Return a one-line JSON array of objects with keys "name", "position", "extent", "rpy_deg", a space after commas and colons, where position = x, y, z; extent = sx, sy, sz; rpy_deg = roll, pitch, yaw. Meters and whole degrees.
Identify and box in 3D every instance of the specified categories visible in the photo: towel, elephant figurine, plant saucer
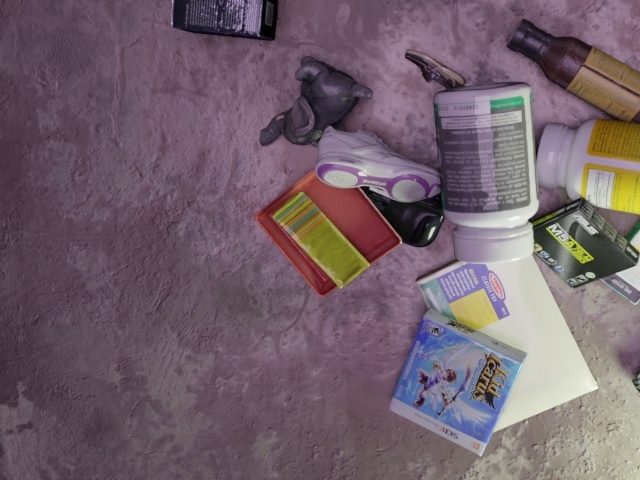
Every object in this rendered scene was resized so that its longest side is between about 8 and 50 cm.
[{"name": "towel", "position": [0.000, 0.000, 1.906], "extent": [0.102, 0.021, 0.237], "rpy_deg": [-40, 97, 27]}, {"name": "elephant figurine", "position": [-0.018, -0.279, 1.873], "extent": [0.169, 0.186, 0.240], "rpy_deg": [23, 105, -13]}, {"name": "plant saucer", "position": [0.019, -0.034, 1.924], "extent": [0.258, 0.048, 0.259], "rpy_deg": [-36, 99, 25]}]

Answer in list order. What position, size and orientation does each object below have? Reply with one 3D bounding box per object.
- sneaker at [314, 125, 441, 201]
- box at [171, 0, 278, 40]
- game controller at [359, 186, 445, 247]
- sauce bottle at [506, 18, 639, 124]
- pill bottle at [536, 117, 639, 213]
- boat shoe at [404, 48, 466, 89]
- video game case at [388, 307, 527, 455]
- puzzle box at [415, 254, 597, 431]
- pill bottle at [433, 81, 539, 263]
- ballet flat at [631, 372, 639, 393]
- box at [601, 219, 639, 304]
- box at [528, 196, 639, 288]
[{"name": "sneaker", "position": [0.137, -0.177, 1.809], "extent": [0.304, 0.152, 0.114], "rpy_deg": [13, 146, -18]}, {"name": "box", "position": [-0.214, -0.518, 1.864], "extent": [0.206, 0.153, 0.108], "rpy_deg": [7, 101, 9]}, {"name": "game controller", "position": [0.137, -0.103, 1.926], "extent": [0.319, 0.067, 0.167], "rpy_deg": [23, 116, 6]}, {"name": "sauce bottle", "position": [0.568, -0.367, 1.778], "extent": [0.344, 0.111, 0.111], "rpy_deg": [32, 103, 3]}, {"name": "pill bottle", "position": [0.635, -0.157, 1.741], "extent": [0.333, 0.188, 0.188], "rpy_deg": [13, 101, 23]}, {"name": "boat shoe", "position": [0.253, -0.378, 1.856], "extent": [0.152, 0.056, 0.049], "rpy_deg": [29, 97, 4]}, {"name": "video game case", "position": [0.312, 0.328, 1.909], "extent": [0.244, 0.061, 0.270], "rpy_deg": [24, 115, 16]}, {"name": "puzzle box", "position": [0.431, 0.212, 1.923], "extent": [0.272, 0.052, 0.409], "rpy_deg": [-26, 94, 13]}, {"name": "pill bottle", "position": [0.354, -0.145, 1.751], "extent": [0.204, 0.204, 0.361], "rpy_deg": [-5, 102, 10]}, {"name": "ballet flat", "position": [0.779, 0.271, 1.871], "extent": [0.070, 0.070, 0.188], "rpy_deg": [38, 100, 2]}, {"name": "box", "position": [0.733, 0.014, 1.835], "extent": [0.100, 0.060, 0.244], "rpy_deg": [37, 103, 3]}, {"name": "box", "position": [0.561, 0.010, 1.802], "extent": [0.190, 0.045, 0.184], "rpy_deg": [42, 147, -13]}]
